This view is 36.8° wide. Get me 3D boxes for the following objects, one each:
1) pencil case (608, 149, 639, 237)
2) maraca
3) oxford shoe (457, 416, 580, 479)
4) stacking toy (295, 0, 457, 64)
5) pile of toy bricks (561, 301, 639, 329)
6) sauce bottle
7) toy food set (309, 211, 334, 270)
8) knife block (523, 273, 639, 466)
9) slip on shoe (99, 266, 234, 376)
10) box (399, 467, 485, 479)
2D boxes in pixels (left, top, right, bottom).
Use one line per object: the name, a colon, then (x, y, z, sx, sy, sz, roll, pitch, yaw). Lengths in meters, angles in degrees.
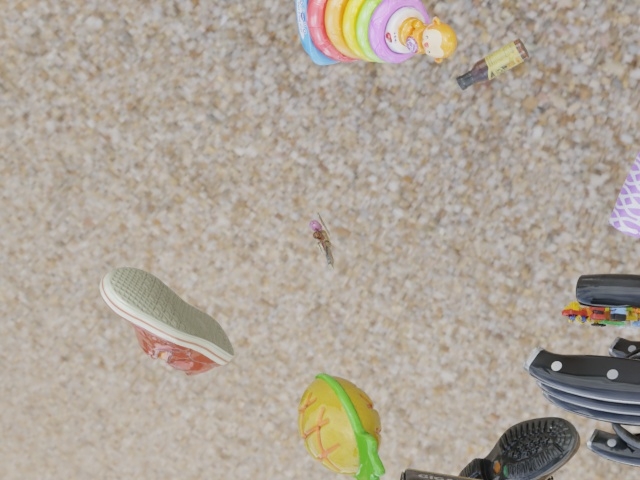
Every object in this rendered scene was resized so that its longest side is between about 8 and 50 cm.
pencil case: (0.646, -0.102, 1.899, 0.088, 0.086, 0.206, 9, 113, -24)
maraca: (0.032, 0.243, 1.196, 0.185, 0.099, 0.127, 48, 150, 49)
oxford shoe: (0.283, 0.306, 1.305, 0.096, 0.082, 0.227, 17, 139, -23)
stacking toy: (0.104, -0.327, 1.458, 0.302, 0.166, 0.175, 37, 142, 49)
pile of toy bricks: (0.646, 0.134, 2.133, 0.212, 0.105, 0.118, 8, 166, -26)
sauce bottle: (0.297, -0.302, 1.668, 0.128, 0.042, 0.042, -28, 115, 23)
toy food set: (0.000, 0.000, 1.830, 0.019, 0.122, 0.078, -23, 118, 11)
knife block: (0.247, 0.066, 0.457, 0.242, 0.088, 0.275, 23, 156, -6)
slip on shoe: (-0.252, 0.142, 1.527, 0.101, 0.123, 0.331, -33, 149, 7)
box: (0.223, 0.388, 0.977, 0.322, 0.079, 0.257, 7, 94, 5)
